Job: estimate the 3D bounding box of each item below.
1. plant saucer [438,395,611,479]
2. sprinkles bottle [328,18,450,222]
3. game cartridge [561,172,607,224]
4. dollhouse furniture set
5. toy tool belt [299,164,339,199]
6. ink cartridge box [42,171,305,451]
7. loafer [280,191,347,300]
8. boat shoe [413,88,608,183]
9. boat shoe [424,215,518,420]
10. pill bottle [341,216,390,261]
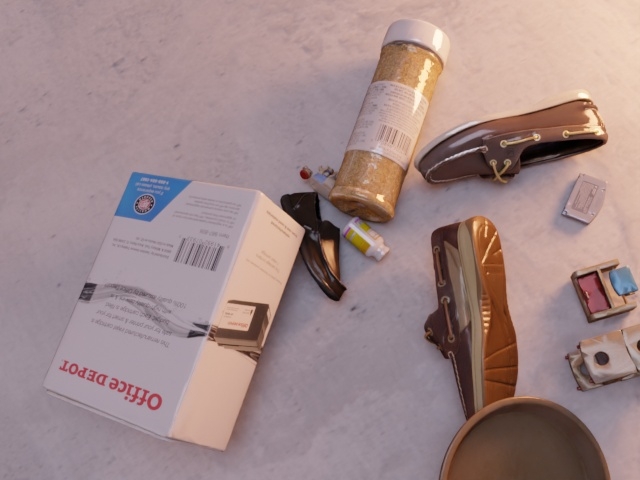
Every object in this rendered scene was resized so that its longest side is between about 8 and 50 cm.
[{"bbox_3d":[0.294,0.367,1.077,0.278,0.041,0.277,3,80,-15],"label":"plant saucer"},{"bbox_3d":[0.124,-0.213,1.310,0.121,0.121,0.355,16,76,15],"label":"sprinkles bottle"},{"bbox_3d":[0.452,-0.070,1.258,0.056,0.017,0.083,24,78,21],"label":"game cartridge"},{"bbox_3d":[0.435,0.122,1.136,0.129,0.129,0.183,-17,71,5],"label":"dollhouse furniture set"},{"bbox_3d":[0.008,-0.111,1.343,0.083,0.052,0.051,38,51,16],"label":"toy tool belt"},{"bbox_3d":[-0.237,0.109,1.214,0.286,0.166,0.394,11,74,32],"label":"ink cartridge box"},{"bbox_3d":[0.000,0.000,1.284,0.078,0.080,0.220,-25,69,2],"label":"loafer"},{"bbox_3d":[0.324,-0.157,1.261,0.325,0.116,0.096,-18,66,-2],"label":"boat shoe"},{"bbox_3d":[0.231,0.136,1.193,0.123,0.123,0.341,-12,79,39],"label":"boat shoe"},{"bbox_3d":[0.080,0.000,1.287,0.083,0.043,0.043,42,83,12],"label":"pill bottle"}]
